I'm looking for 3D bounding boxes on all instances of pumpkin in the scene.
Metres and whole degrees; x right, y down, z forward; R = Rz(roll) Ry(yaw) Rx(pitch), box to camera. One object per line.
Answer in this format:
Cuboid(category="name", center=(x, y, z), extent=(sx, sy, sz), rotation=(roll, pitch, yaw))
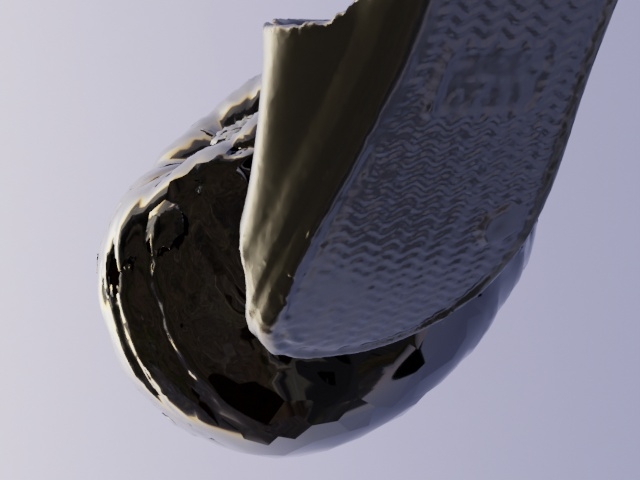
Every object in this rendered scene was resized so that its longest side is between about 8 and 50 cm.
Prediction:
Cuboid(category="pumpkin", center=(0.000, 0.000, 0.761), extent=(0.233, 0.233, 0.163), rotation=(-20, -67, 43))

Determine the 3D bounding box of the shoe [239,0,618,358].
Cuboid(category="shoe", center=(0.034, -0.067, 0.552), extent=(0.093, 0.108, 0.241), rotation=(55, -45, 39))
